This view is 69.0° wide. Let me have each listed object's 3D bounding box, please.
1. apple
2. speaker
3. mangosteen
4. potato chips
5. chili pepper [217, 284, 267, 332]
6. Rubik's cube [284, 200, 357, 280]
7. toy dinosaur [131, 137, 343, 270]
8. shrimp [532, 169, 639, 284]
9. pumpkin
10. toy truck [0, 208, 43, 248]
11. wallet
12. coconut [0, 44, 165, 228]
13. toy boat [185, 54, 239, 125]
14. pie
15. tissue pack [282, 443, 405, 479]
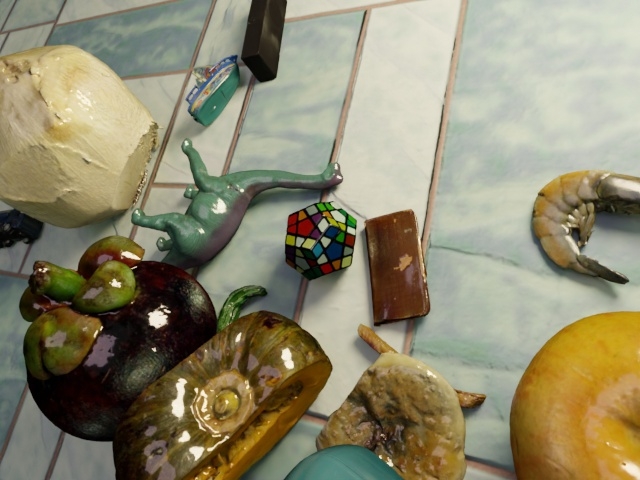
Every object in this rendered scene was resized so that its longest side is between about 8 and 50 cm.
[{"bbox_3d":[0.328,0.204,0.446,0.285,0.233,0.286,-10,65,23],"label":"apple"},{"bbox_3d":[-0.119,-0.462,1.017,0.044,0.082,0.218,-4,67,25],"label":"speaker"},{"bbox_3d":[-0.324,0.159,0.735,0.299,0.300,0.301,-9,66,22],"label":"mangosteen"},{"bbox_3d":[0.135,0.182,0.669,0.203,0.026,0.037,27,81,32],"label":"potato chips"},{"bbox_3d":[-0.148,0.122,0.825,0.055,0.035,0.118,36,78,19],"label":"chili pepper"},{"bbox_3d":[0.000,0.000,0.755,0.133,0.133,0.112,-53,32,-2],"label":"Rubik's cube"},{"bbox_3d":[-0.171,-0.018,0.863,0.330,0.129,0.384,22,81,22],"label":"toy dinosaur"},{"bbox_3d":[0.394,-0.018,0.617,0.217,0.051,0.150,13,79,37],"label":"shrimp"},{"bbox_3d":[-0.132,0.248,0.655,0.139,0.222,0.317,36,59,23],"label":"pumpkin"},{"bbox_3d":[-0.791,-0.035,1.174,0.201,0.074,0.088,-6,59,24],"label":"toy truck"},{"bbox_3d":[0.119,0.040,0.733,0.095,0.026,0.176,-16,63,26],"label":"wallet"},{"bbox_3d":[-0.535,-0.214,0.951,0.345,0.360,0.347,-11,64,23],"label":"coconut"},{"bbox_3d":[-0.245,-0.348,1.023,0.110,0.091,0.175,35,83,15],"label":"toy boat"},{"bbox_3d":[0.102,0.266,0.623,0.185,0.052,0.218,35,96,23],"label":"pie"},{"bbox_3d":[-0.005,0.395,0.516,0.198,0.206,0.288,32,99,24],"label":"tissue pack"}]
